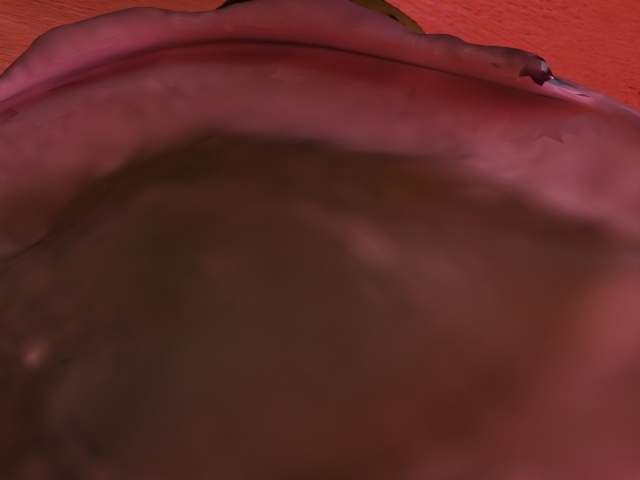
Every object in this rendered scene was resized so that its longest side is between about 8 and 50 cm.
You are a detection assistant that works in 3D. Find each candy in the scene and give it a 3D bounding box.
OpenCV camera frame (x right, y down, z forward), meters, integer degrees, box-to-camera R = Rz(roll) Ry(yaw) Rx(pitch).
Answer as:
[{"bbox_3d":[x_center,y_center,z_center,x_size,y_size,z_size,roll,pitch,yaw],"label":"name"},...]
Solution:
[{"bbox_3d":[-0.053,0.074,0.720,0.427,0.386,0.186,31,-23,38],"label":"candy"}]

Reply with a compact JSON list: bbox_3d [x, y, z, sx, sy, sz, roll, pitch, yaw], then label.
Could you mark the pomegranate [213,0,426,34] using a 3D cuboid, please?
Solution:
[{"bbox_3d":[0.000,0.000,1.266,0.340,0.285,0.285,50,8,-15],"label":"pomegranate"}]
